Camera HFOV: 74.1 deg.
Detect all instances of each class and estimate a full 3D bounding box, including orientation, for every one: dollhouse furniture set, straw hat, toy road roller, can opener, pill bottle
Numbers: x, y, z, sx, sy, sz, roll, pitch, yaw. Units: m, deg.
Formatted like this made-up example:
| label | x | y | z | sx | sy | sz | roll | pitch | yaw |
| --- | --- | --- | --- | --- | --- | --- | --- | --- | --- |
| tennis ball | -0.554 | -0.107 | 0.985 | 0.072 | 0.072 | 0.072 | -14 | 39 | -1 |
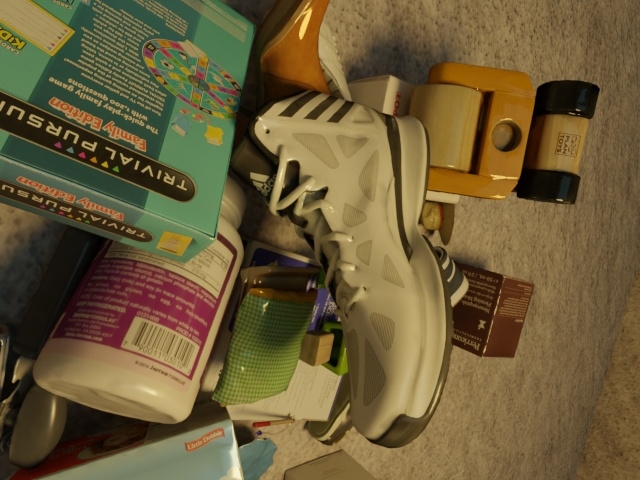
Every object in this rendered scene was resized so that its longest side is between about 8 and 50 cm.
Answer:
| label | x | y | z | sx | sy | sz | roll | pitch | yaw |
| --- | --- | --- | --- | --- | --- | --- | --- | --- | --- |
| dollhouse furniture set | 0.012 | 0.144 | 0.638 | 0.301 | 0.151 | 0.198 | 8 | 93 | -59 |
| straw hat | 0.261 | -0.058 | 0.979 | 0.061 | 0.144 | 0.145 | 0 | 104 | 2 |
| toy road roller | 0.306 | -0.179 | 0.787 | 0.329 | 0.240 | 0.203 | 8 | 97 | -4 |
| can opener | -0.317 | 0.129 | 0.529 | 0.076 | 0.095 | 0.284 | 63 | 46 | -78 |
| pill bottle | -0.194 | 0.050 | 0.529 | 0.169 | 0.169 | 0.302 | 43 | 46 | -37 |

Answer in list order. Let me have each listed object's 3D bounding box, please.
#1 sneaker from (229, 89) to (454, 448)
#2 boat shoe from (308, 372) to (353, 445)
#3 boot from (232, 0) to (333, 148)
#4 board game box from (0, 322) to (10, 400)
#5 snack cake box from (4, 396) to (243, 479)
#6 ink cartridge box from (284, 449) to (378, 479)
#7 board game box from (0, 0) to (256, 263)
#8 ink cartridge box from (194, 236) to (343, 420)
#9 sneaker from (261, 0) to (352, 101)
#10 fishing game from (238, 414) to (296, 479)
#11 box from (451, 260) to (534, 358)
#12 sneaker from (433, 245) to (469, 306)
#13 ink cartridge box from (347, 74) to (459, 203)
| label | x | y | z | sx | sy | sz | roll | pitch | yaw |
| --- | --- | --- | --- | --- | --- | --- | --- | --- | --- |
| sneaker | 0.000 | 0.000 | 0.518 | 0.257 | 0.169 | 0.448 | 13 | 59 | -18 |
| boat shoe | 0.069 | 0.340 | 0.920 | 0.228 | 0.081 | 0.069 | -46 | 128 | -12 |
| boot | -0.012 | -0.227 | 0.647 | 0.211 | 0.104 | 0.295 | 24 | 118 | -32 |
| board game box | -0.515 | 0.185 | 0.430 | 0.305 | 0.053 | 0.193 | 9 | 95 | -40 |
| snack cake box | -0.245 | 0.298 | 0.556 | 0.264 | 0.152 | 0.089 | -11 | 87 | -19 |
| ink cartridge box | 0.049 | 0.586 | 0.859 | 0.168 | 0.232 | 0.171 | 3 | 100 | -39 |
| board game box | -0.214 | -0.175 | 0.450 | 0.253 | 0.079 | 0.336 | 24 | 55 | -32 |
| ink cartridge box | -0.065 | 0.177 | 0.781 | 0.307 | 0.072 | 0.304 | 21 | 86 | -42 |
| sneaker | 0.002 | -0.296 | 0.711 | 0.235 | 0.090 | 0.095 | 57 | 50 | -36 |
| fishing game | -0.152 | 0.410 | 0.735 | 0.264 | 0.041 | 0.189 | -56 | 148 | 0 |
| box | 0.410 | 0.175 | 1.089 | 0.167 | 0.168 | 0.203 | 14 | 92 | -40 |
| sneaker | 0.218 | 0.137 | 0.976 | 0.282 | 0.099 | 0.153 | -45 | 119 | -17 |
| ink cartridge box | 0.170 | -0.188 | 0.845 | 0.272 | 0.114 | 0.199 | 3 | 99 | -40 |
